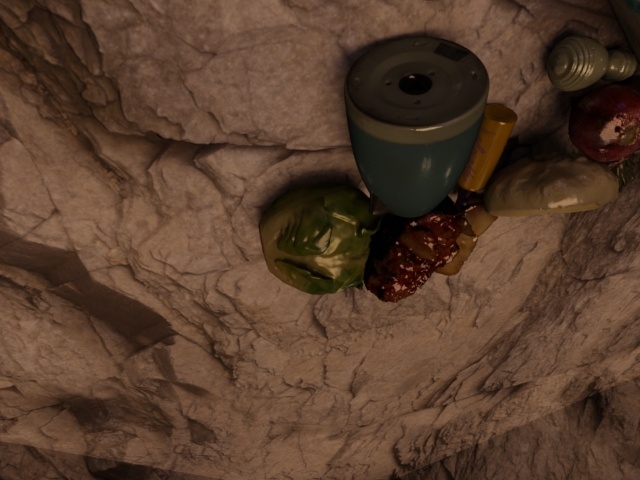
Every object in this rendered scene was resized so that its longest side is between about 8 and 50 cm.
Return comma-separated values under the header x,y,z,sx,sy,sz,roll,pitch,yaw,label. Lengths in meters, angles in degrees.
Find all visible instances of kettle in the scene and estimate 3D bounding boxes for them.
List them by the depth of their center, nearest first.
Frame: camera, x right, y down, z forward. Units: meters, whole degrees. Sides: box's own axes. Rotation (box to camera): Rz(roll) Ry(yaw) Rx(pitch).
x,y,z,sx,sy,sz,roll,pitch,yaw,label
0.211,-0.203,0.947,0.319,0.247,0.342,-36,148,-15,kettle

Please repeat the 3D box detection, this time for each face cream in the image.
x,y,z,sx,sy,sz,roll,pitch,yaw,label
0.370,-0.180,1.101,0.078,0.078,0.273,-3,137,-12,face cream

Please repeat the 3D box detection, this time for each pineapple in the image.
x,y,z,sx,sy,sz,roll,pitch,yaw,label
0.719,-0.242,1.112,0.130,0.119,0.277,-49,149,-29,pineapple

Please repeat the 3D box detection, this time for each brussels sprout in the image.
x,y,z,sx,sy,sz,roll,pitch,yaw,label
0.000,-0.003,1.089,0.294,0.227,0.259,-7,123,3,brussels sprout

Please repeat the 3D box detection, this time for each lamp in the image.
x,y,z,sx,sy,sz,roll,pitch,yaw,label
0.547,-0.356,0.954,0.193,0.106,0.106,-6,138,-23,lamp

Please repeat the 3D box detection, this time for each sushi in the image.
x,y,z,sx,sy,sz,roll,pitch,yaw,label
0.242,0.013,1.199,0.196,0.182,0.343,4,138,-29,sushi

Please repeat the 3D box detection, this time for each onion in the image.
x,y,z,sx,sy,sz,roll,pitch,yaw,label
0.591,-0.259,0.989,0.159,0.195,0.159,-5,130,-6,onion

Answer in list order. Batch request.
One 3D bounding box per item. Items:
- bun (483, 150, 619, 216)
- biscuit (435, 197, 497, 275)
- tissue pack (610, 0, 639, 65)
x,y,z,sx,sy,sz,roll,pitch,yaw,label
0.522,-0.131,1.098,0.287,0.146,0.287,-7,-179,0,bun
0.384,-0.004,1.316,0.154,0.045,0.299,3,136,-19,biscuit
0.639,-0.402,0.852,0.124,0.201,0.271,-36,132,28,tissue pack
